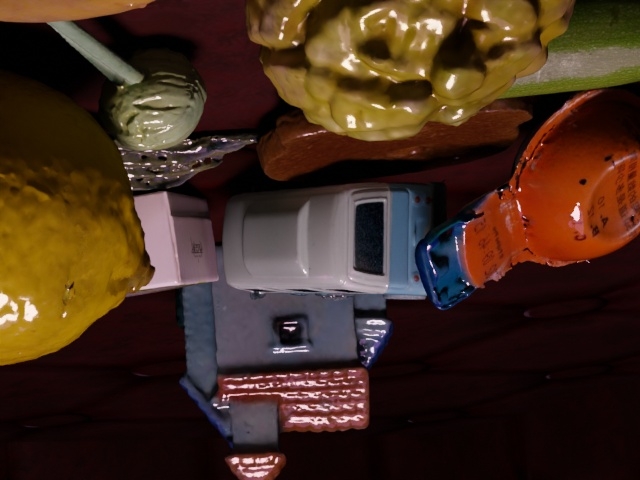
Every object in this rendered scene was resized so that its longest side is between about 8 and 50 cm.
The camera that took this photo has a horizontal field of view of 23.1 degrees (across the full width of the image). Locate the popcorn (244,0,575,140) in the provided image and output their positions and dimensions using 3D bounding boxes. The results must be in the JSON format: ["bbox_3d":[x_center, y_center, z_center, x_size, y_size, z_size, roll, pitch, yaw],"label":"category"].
[{"bbox_3d":[0.050,-0.185,1.059,0.259,0.259,0.212,-19,136,37],"label":"popcorn"}]

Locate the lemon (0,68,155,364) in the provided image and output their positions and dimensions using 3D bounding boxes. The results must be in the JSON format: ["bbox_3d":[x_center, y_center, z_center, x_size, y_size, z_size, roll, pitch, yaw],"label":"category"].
[{"bbox_3d":[-0.301,-0.022,1.355,0.321,0.268,0.268,5,163,-12],"label":"lemon"}]

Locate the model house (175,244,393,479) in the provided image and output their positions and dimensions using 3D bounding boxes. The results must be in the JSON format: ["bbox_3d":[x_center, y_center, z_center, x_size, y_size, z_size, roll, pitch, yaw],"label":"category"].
[{"bbox_3d":[-0.045,0.178,2.106,0.294,0.329,0.252,-4,161,-4],"label":"model house"}]

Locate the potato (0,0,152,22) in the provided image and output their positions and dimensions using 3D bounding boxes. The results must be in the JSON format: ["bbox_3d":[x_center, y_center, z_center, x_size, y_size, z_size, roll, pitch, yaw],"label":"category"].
[{"bbox_3d":[-0.179,-0.208,0.987,0.233,0.146,0.150,3,122,11],"label":"potato"}]

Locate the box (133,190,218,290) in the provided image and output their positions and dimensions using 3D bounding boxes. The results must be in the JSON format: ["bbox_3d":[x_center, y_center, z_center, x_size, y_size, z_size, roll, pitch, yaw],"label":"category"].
[{"bbox_3d":[-0.264,0.016,1.764,0.260,0.111,0.194,-7,178,10],"label":"box"}]

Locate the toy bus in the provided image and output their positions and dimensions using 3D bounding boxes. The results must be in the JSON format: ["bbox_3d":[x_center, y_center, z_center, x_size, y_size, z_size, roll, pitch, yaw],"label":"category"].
[{"bbox_3d":[0.000,0.000,1.732,0.164,0.133,0.271,2,177,-36],"label":"toy bus"}]

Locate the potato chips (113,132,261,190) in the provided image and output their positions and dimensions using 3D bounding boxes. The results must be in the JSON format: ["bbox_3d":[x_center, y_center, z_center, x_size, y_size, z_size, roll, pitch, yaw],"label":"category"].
[{"bbox_3d":[-0.165,-0.085,1.640,0.207,0.028,0.092,-5,148,-13],"label":"potato chips"}]

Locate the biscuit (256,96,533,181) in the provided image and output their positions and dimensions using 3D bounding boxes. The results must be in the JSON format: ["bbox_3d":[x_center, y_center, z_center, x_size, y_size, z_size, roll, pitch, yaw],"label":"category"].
[{"bbox_3d":[0.071,-0.112,1.603,0.272,0.049,0.257,-8,170,-6],"label":"biscuit"}]

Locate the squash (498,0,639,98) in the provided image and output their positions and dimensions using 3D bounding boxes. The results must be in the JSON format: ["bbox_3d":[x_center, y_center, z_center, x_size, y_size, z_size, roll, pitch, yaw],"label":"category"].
[{"bbox_3d":[0.179,-0.173,1.345,0.378,0.101,0.101,-4,165,6],"label":"squash"}]

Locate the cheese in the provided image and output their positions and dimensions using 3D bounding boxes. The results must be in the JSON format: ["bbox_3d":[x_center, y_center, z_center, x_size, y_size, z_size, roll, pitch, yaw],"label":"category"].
[{"bbox_3d":[0.244,-0.042,1.647,0.329,0.129,0.217,-31,129,-15],"label":"cheese"}]

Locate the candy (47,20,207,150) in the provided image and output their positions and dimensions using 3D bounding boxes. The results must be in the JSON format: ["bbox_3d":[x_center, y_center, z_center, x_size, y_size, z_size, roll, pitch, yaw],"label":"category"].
[{"bbox_3d":[-0.186,-0.154,1.285,0.093,0.092,0.335,10,169,21],"label":"candy"}]
